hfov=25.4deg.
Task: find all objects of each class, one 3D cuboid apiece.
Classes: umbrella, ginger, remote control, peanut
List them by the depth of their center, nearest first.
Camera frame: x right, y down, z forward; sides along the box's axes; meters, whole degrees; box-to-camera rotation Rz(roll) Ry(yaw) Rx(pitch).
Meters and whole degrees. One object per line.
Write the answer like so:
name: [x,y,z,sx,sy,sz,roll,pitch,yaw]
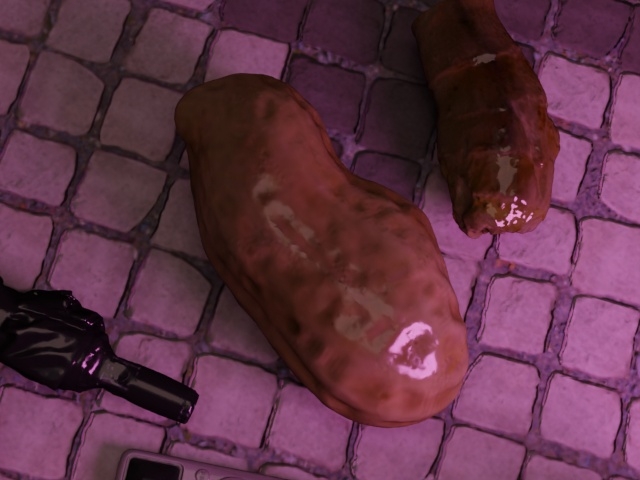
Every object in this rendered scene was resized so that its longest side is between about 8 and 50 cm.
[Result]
umbrella: [-0.272,0.087,1.310,0.340,0.118,0.118,26,72,-1]
remote control: [-0.064,0.248,1.314,0.261,0.029,0.067,12,72,-2]
peanut: [0.000,0.000,1.326,0.192,0.169,0.387,-33,78,-20]
ginger: [0.168,-0.126,1.416,0.109,0.116,0.263,9,60,-46]
